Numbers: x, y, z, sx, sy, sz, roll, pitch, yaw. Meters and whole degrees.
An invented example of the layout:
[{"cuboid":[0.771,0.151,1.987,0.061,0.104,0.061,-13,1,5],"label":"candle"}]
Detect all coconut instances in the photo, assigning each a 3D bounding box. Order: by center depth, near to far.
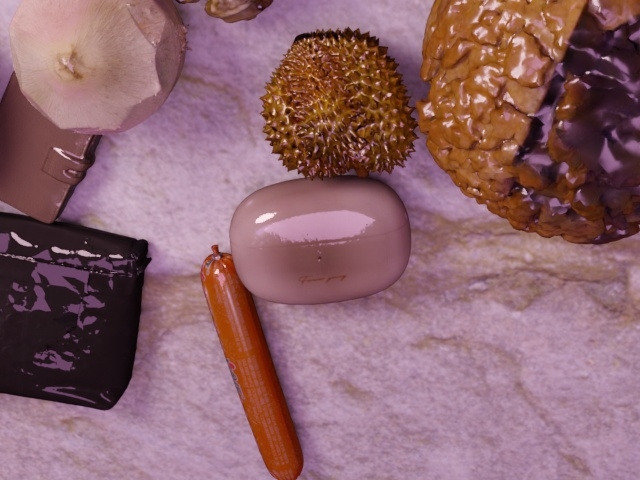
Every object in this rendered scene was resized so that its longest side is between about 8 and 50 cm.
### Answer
[{"cuboid":[-0.211,-0.184,0.966,0.171,0.183,0.171,-1,109,-2],"label":"coconut"}]

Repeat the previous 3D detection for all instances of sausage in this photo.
[{"cuboid":[-0.080,0.158,1.201,0.053,0.053,0.348,-12,115,7],"label":"sausage"}]

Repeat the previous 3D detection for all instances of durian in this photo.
[{"cuboid":[0.015,-0.134,1.013,0.158,0.137,0.168,-20,83,17],"label":"durian"}]

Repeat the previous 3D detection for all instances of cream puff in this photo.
[{"cuboid":[0.258,-0.159,0.948,0.343,0.231,0.327,-29,108,14],"label":"cream puff"}]

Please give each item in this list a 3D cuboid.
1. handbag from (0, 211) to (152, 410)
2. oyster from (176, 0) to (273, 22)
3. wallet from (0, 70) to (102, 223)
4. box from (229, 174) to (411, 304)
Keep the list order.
[{"cuboid":[-0.331,0.083,1.154,0.247,0.080,0.223,10,115,-4],"label":"handbag"},{"cuboid":[-0.049,-0.355,0.912,0.198,0.133,0.337,10,118,-6],"label":"oyster"},{"cuboid":[-0.305,-0.101,1.086,0.118,0.039,0.152,32,108,-2],"label":"wallet"},{"cuboid":[0.000,0.000,1.104,0.200,0.088,0.146,-6,117,3],"label":"box"}]
